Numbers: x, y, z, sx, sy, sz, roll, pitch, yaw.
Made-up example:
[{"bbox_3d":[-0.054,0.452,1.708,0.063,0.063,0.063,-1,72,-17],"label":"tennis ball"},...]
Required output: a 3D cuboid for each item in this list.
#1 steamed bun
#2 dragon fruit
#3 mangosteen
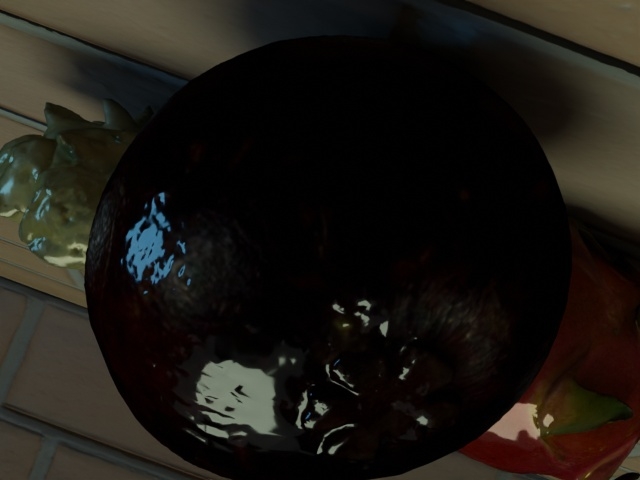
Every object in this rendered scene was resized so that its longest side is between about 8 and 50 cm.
[{"bbox_3d":[-0.127,-0.027,0.936,0.292,0.137,0.295,26,-176,-12],"label":"steamed bun"},{"bbox_3d":[0.181,0.088,0.898,0.227,0.224,0.224,24,166,-23],"label":"dragon fruit"},{"bbox_3d":[0.003,0.004,0.695,0.297,0.293,0.297,-5,146,-3],"label":"mangosteen"}]
